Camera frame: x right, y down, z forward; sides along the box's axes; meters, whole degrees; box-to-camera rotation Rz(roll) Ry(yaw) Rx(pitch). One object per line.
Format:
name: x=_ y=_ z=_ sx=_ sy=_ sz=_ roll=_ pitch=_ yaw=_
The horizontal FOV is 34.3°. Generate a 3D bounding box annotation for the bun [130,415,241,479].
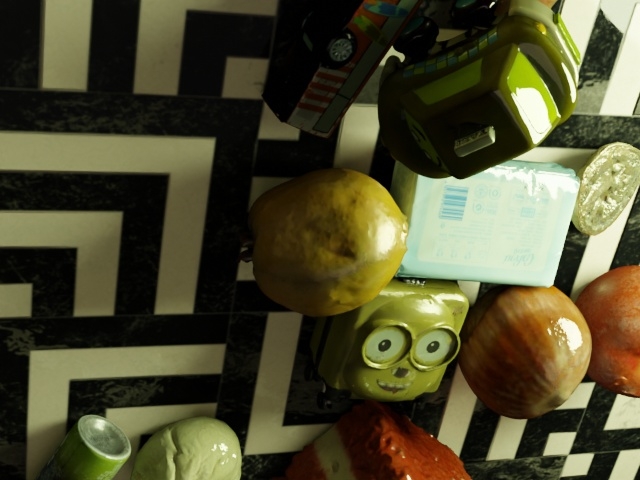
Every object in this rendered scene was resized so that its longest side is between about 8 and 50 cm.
bun: x=-0.199 y=0.357 z=1.562 sx=0.188 sy=0.111 sz=0.164 roll=-35 pitch=129 yaw=1

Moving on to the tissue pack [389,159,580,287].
tissue pack: x=0.220 y=-0.033 z=1.452 sx=0.263 sy=0.089 sz=0.177 roll=4 pitch=105 yaw=-25

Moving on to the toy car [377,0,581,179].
toy car: x=0.182 y=-0.162 z=1.238 sx=0.248 sy=0.198 sz=0.204 roll=-22 pitch=119 yaw=27

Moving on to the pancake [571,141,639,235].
pancake: x=0.419 y=-0.076 z=1.523 sx=0.158 sy=0.028 sz=0.158 roll=-23 pitch=130 yaw=-30

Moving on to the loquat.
loquat: x=0.000 y=0.000 z=1.362 sx=0.234 sy=0.187 sz=0.176 roll=-12 pitch=153 yaw=7

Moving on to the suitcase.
suitcase: x=0.098 y=0.139 z=1.503 sx=0.194 sy=0.143 sz=0.234 roll=6 pitch=119 yaw=-22

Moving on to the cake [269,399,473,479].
cake: x=0.083 y=0.471 z=1.637 sx=0.319 sy=0.270 sz=0.269 roll=-43 pitch=125 yaw=13

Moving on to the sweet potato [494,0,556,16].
sweet potato: x=0.256 y=-0.330 z=1.287 sx=0.109 sy=0.109 sz=0.385 roll=0 pitch=126 yaw=-19

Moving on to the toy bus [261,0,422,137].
toy bus: x=0.073 y=-0.311 z=1.239 sx=0.092 sy=0.093 sz=0.408 roll=21 pitch=114 yaw=-37

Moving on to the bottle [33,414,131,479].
bottle: x=-0.405 y=0.406 z=1.533 sx=0.093 sy=0.093 sz=0.330 roll=27 pitch=109 yaw=-31

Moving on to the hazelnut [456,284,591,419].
hazelnut: x=0.306 y=0.163 z=1.554 sx=0.176 sy=0.214 sz=0.214 roll=-2 pitch=123 yaw=-37

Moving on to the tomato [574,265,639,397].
tomato: x=0.493 y=0.138 z=1.609 sx=0.208 sy=0.184 sz=0.208 roll=0 pitch=122 yaw=-1
